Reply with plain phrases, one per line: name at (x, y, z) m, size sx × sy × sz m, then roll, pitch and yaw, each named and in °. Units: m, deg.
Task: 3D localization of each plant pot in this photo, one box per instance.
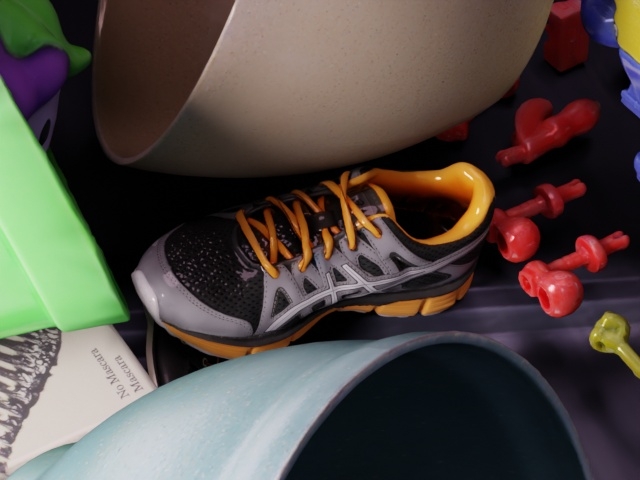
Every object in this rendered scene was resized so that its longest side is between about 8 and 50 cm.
plant pot at (-0.033, 0.176, 0.814) m, size 0.196 × 0.293 × 0.293 m, roll 3°, pitch 42°, yaw 36°
plant pot at (0.015, -0.156, 1.057) m, size 0.191 × 0.284 × 0.284 m, roll 14°, pitch 45°, yaw -22°

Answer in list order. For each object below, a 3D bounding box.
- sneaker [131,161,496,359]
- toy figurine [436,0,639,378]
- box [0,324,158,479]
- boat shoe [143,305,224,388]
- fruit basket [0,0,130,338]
sneaker at (0.000, 0.000, 1.042) m, size 0.215 × 0.083 × 0.084 m, roll -12°, pitch 60°, yaw -33°
toy figurine at (0.188, -0.082, 1.034) m, size 0.191 × 0.217 × 0.362 m, roll -21°, pitch 43°, yaw -18°
box at (-0.216, 0.122, 0.943) m, size 0.275 × 0.094 × 0.113 m, roll -25°, pitch 55°, yaw -24°
boat shoe at (-0.071, 0.060, 1.038) m, size 0.042 × 0.049 × 0.133 m, roll -7°, pitch 45°, yaw 0°
fruit basket at (-0.167, -0.146, 0.986) m, size 0.392 × 0.283 × 0.392 m, roll -19°, pitch 30°, yaw 11°
